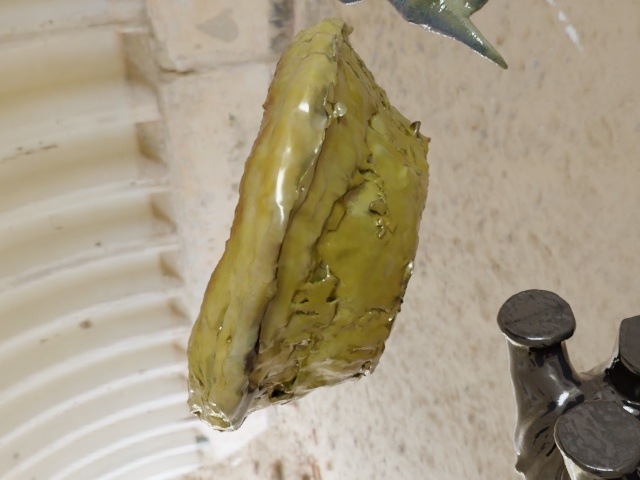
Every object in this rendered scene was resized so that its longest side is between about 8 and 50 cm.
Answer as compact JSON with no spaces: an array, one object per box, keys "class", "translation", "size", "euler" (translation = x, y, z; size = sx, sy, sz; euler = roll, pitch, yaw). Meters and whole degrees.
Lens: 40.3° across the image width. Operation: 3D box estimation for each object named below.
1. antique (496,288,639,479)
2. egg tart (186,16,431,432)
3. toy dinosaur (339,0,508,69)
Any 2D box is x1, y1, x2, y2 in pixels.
[{"class":"antique","translation":[0.290,0.219,0.811],"size":[0.322,0.185,0.255],"euler":[-114,11,-49]},{"class":"egg tart","translation":[0.000,0.000,0.646],"size":[0.341,0.132,0.341],"euler":[-163,90,-90]},{"class":"toy dinosaur","translation":[0.103,-0.254,0.985],"size":[0.247,0.075,0.188],"euler":[62,143,15]}]
